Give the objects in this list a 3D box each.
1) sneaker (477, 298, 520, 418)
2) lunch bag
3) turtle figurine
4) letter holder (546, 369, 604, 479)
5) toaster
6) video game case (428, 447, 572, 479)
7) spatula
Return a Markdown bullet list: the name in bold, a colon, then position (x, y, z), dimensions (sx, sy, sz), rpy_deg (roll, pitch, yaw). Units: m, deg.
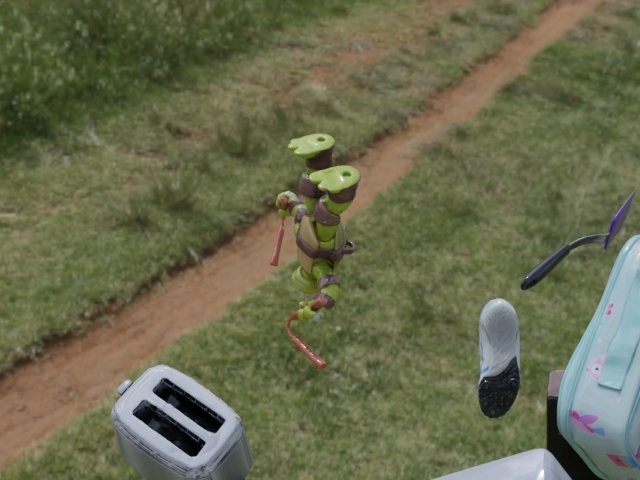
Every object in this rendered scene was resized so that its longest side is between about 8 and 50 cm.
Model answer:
- **sneaker**: position (0.355, 0.235, 1.752), dimensions (0.085, 0.237, 0.086), rpy_deg (4, -3, 8)
- **lunch bag**: position (0.383, 0.138, 1.019), dimensions (0.108, 0.224, 0.279), rpy_deg (9, 64, 45)
- **turtle figurine**: position (0.000, 0.000, 1.042), dimensions (0.087, 0.217, 0.269), rpy_deg (-1, 41, -11)
- **letter holder**: position (0.539, 0.295, 1.474), dimensions (0.302, 0.152, 0.214), rpy_deg (1, 15, 17)
- **toaster**: position (-0.186, 0.274, 1.207), dimensions (0.227, 0.146, 0.129), rpy_deg (31, 60, 21)
- **video game case**: position (0.067, 0.277, 0.555), dimensions (0.329, 0.300, 0.036), rpy_deg (-26, 26, 30)
- **spatula**: position (0.434, 0.010, 1.467), dimensions (0.296, 0.084, 0.030), rpy_deg (-28, 51, -26)
